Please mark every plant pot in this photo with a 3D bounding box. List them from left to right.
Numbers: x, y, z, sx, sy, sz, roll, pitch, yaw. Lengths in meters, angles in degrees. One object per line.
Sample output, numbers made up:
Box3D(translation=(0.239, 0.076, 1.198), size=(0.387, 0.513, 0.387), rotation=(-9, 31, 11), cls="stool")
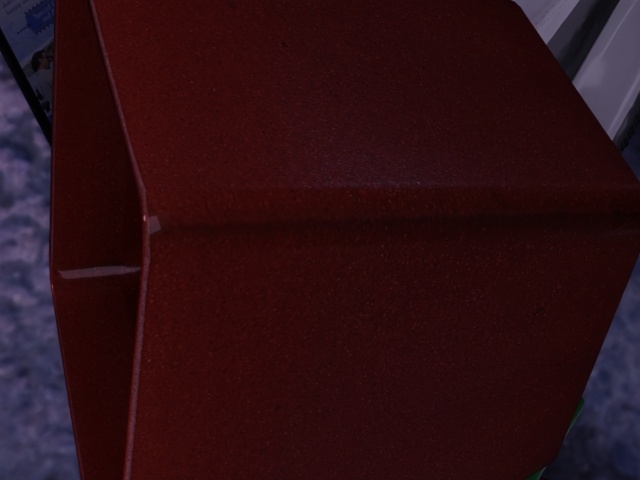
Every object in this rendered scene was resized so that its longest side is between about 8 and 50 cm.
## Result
Box3D(translation=(0.000, 0.000, 0.655), size=(0.235, 0.267, 0.267), rotation=(-4, 132, -17), cls="plant pot")

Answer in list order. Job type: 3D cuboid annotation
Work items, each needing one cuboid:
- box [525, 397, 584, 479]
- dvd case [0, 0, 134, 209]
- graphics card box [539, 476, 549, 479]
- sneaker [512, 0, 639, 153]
Box3D(translation=(0.055, 0.081, 0.772), size=(0.179, 0.043, 0.105), rotation=(24, 50, 21), cls="box")
Box3D(translation=(-0.122, -0.170, 0.784), size=(0.180, 0.022, 0.253), rotation=(-32, 80, 15), cls="dvd case")
Box3D(translation=(0.082, 0.324, 0.804), size=(0.232, 0.094, 0.371), rotation=(22, 88, -4), cls="graphics card box")
Box3D(translation=(0.130, -0.264, 0.778), size=(0.257, 0.169, 0.447), rotation=(26, 90, -5), cls="sneaker")
